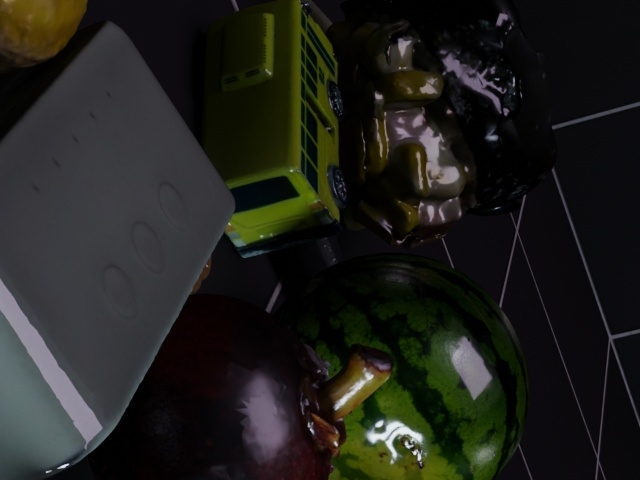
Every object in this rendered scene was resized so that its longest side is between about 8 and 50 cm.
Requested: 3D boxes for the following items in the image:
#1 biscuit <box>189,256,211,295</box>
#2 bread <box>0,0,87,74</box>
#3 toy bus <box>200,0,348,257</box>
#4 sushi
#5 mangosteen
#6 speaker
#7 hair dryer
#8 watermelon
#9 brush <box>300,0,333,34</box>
[{"bbox_3d":[-0.166,-0.011,1.617,0.170,0.050,0.170,47,31,-40],"label":"biscuit"},{"bbox_3d":[-0.260,-0.210,1.292,0.197,0.171,0.197,-17,90,-72],"label":"bread"},{"bbox_3d":[-0.053,-0.130,1.912,0.150,0.128,0.262,53,29,-48],"label":"toy bus"},{"bbox_3d":[0.098,-0.162,2.200,0.329,0.285,0.328,35,-29,53],"label":"sushi"},{"bbox_3d":[-0.058,0.149,1.461,0.235,0.261,0.235,-17,90,-73],"label":"mangosteen"},{"bbox_3d":[-0.212,0.003,1.263,0.184,0.183,0.406,63,22,-19],"label":"speaker"},{"bbox_3d":[0.000,0.000,2.079,0.219,0.072,0.124,-78,148,-67],"label":"hair dryer"},{"bbox_3d":[0.071,0.150,1.802,0.285,0.285,0.285,-15,90,-72],"label":"watermelon"},{"bbox_3d":[0.029,-0.266,2.432,0.336,0.020,0.085,31,47,-65],"label":"brush"}]
